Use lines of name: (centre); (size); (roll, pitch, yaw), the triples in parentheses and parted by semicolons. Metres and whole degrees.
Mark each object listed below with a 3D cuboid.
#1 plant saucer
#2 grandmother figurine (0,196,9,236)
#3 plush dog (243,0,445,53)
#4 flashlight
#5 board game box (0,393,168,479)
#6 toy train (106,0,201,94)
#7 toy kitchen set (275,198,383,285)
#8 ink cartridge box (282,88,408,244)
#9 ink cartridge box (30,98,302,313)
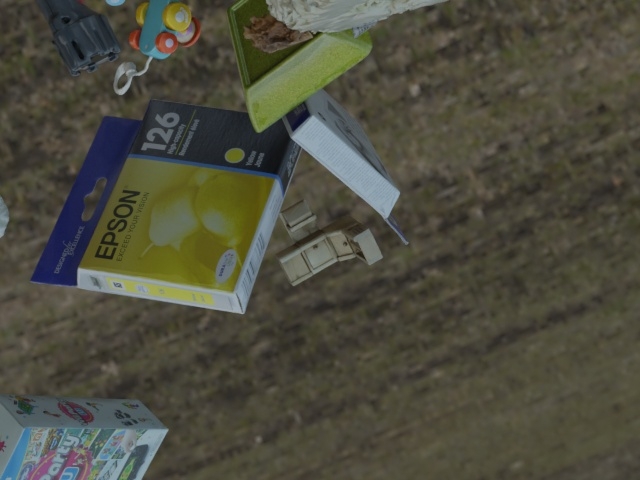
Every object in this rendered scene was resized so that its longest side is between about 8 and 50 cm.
plant saucer: (-0.040, -0.254, 1.737); (0.188, 0.188, 0.045); (-33, 144, 28)
grandmother figurine: (-0.533, -0.131, 1.935); (0.104, 0.342, 0.208); (-30, 168, -48)
plush dog: (-0.003, -0.290, 1.204); (0.210, 0.225, 0.262); (-16, 178, 42)
flashlight: (-0.380, -0.383, 2.061); (0.103, 0.304, 0.103); (-30, 179, -11)
board game box: (-0.406, 0.350, 2.218); (0.303, 0.097, 0.224); (10, 113, -52)
toy train: (-0.155, -0.213, 1.325); (0.046, 0.166, 0.125); (14, 141, -38)
toy kitchen set: (0.000, 0.000, 1.409); (0.083, 0.068, 0.075); (-30, -161, -9)
ink cartridge box: (0.030, -0.122, 1.854); (0.045, 0.223, 0.224); (-42, 120, 11)
ink cartridge box: (-0.207, -0.057, 1.972); (0.307, 0.303, 0.072); (9, 146, 12)
